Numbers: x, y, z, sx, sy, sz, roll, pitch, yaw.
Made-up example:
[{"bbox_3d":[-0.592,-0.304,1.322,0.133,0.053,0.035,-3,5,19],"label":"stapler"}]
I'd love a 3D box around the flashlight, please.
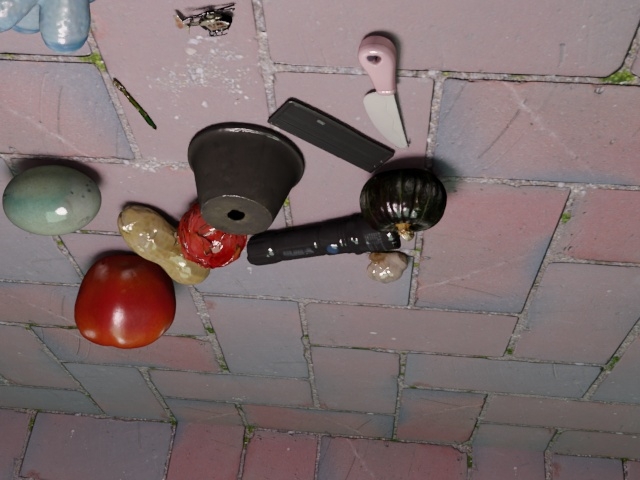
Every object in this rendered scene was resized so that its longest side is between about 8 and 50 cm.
[{"bbox_3d":[0.000,0.000,1.944,0.424,0.103,0.103,-9,146,25],"label":"flashlight"}]

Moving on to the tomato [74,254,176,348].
[{"bbox_3d":[-0.546,0.160,2.165,0.299,0.298,0.226,4,116,4],"label":"tomato"}]

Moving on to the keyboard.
[{"bbox_3d":[-0.020,-0.234,1.621,0.381,0.041,0.103,18,147,-30],"label":"keyboard"}]

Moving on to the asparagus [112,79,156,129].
[{"bbox_3d":[-0.388,-0.283,1.622,0.016,0.013,0.166,-15,145,14],"label":"asparagus"}]

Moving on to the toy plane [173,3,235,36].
[{"bbox_3d":[-0.205,-0.394,1.387,0.121,0.031,0.049,-5,142,15],"label":"toy plane"}]

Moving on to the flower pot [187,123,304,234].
[{"bbox_3d":[-0.178,-0.118,1.713,0.269,0.166,0.269,6,149,4],"label":"flower pot"}]

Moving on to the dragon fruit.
[{"bbox_3d":[-0.267,-0.012,1.897,0.172,0.172,0.210,31,152,-34],"label":"dragon fruit"}]

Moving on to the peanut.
[{"bbox_3d":[-0.404,0.010,2.005,0.130,0.130,0.290,-21,133,37],"label":"peanut"}]

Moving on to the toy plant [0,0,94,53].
[{"bbox_3d":[-0.426,-0.424,1.200,0.247,0.247,0.332,26,146,-29],"label":"toy plant"}]

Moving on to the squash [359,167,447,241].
[{"bbox_3d":[0.183,-0.086,1.711,0.193,0.155,0.193,23,168,5],"label":"squash"}]

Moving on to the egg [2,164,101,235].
[{"bbox_3d":[-0.636,-0.095,1.829,0.237,0.169,0.169,-4,147,15],"label":"egg"}]

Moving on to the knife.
[{"bbox_3d":[0.122,-0.274,1.518,0.081,0.043,0.336,5,152,14],"label":"knife"}]

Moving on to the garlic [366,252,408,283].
[{"bbox_3d":[0.181,0.075,2.054,0.113,0.074,0.094,-22,132,14],"label":"garlic"}]
